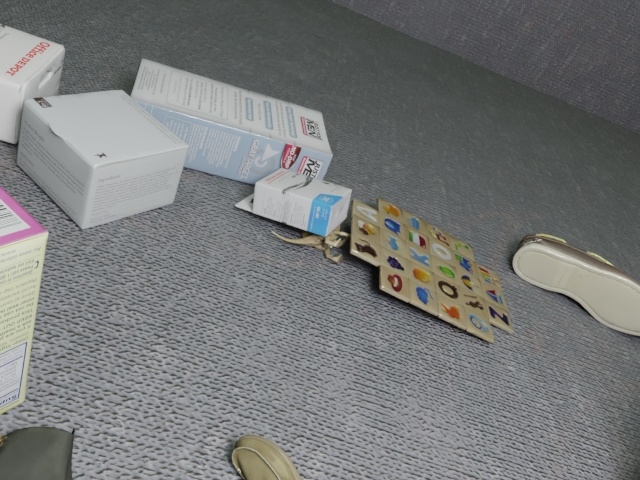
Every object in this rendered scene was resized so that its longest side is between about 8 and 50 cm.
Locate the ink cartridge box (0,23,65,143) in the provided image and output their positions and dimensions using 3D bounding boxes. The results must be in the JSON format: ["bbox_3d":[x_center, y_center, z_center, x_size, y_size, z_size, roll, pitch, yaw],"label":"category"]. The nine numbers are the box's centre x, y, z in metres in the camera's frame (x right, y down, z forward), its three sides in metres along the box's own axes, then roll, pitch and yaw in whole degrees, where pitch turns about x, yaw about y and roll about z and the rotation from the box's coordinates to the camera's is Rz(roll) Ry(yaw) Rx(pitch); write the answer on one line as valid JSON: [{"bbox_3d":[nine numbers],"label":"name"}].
[{"bbox_3d":[-0.593,-0.286,0.995,0.273,0.114,0.198,18,34,-12],"label":"ink cartridge box"}]

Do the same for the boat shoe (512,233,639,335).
[{"bbox_3d":[0.558,0.084,1.251,0.324,0.116,0.096,27,36,12],"label":"boat shoe"}]

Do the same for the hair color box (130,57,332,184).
[{"bbox_3d":[-0.177,-0.213,1.173,0.375,0.113,0.185,13,36,-18],"label":"hair color box"}]

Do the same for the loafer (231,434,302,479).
[{"bbox_3d":[-0.046,0.269,0.643,0.148,0.056,0.050,40,30,21],"label":"loafer"}]

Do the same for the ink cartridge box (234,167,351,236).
[{"bbox_3d":[-0.049,-0.075,1.073,0.180,0.060,0.104,18,27,16],"label":"ink cartridge box"}]

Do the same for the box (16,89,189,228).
[{"bbox_3d":[-0.339,-0.134,0.950,0.181,0.119,0.182,40,36,20],"label":"box"}]

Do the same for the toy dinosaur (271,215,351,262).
[{"bbox_3d":[0.000,0.000,1.069,0.093,0.053,0.183,29,31,32],"label":"toy dinosaur"}]

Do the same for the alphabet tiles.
[{"bbox_3d":[0.202,0.044,1.116,0.343,0.011,0.285,27,33,-14],"label":"alphabet tiles"}]

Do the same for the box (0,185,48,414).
[{"bbox_3d":[-0.381,0.038,0.571,0.214,0.243,0.117,38,35,19],"label":"box"}]

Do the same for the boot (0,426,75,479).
[{"bbox_3d":[-0.316,0.222,0.533,0.198,0.076,0.137,16,25,-28],"label":"boot"}]
